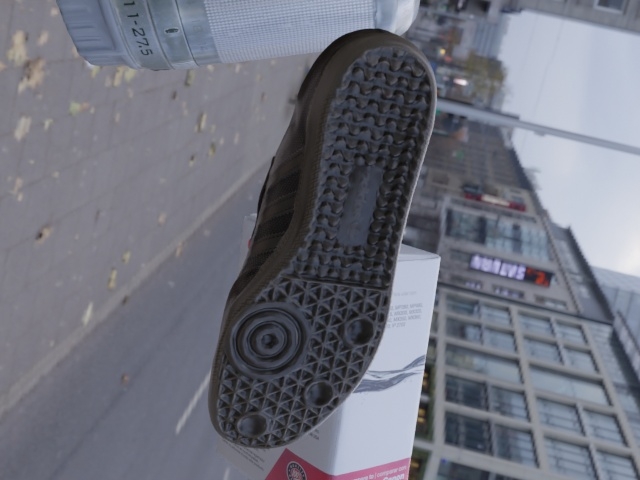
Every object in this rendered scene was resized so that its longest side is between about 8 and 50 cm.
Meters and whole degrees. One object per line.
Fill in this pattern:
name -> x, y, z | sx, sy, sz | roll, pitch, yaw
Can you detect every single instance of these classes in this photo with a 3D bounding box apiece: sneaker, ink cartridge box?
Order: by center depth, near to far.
sneaker -> 0.000, 0.000, 0.388 | 0.071, 0.066, 0.188 | -119, -131, -70
ink cartridge box -> 0.001, 0.107, 0.787 | 0.100, 0.172, 0.237 | -1, 103, -39

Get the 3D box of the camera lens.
camera lens -> -0.059, -0.252, 0.687 | 0.219, 0.274, 0.219 | -7, 90, -90
